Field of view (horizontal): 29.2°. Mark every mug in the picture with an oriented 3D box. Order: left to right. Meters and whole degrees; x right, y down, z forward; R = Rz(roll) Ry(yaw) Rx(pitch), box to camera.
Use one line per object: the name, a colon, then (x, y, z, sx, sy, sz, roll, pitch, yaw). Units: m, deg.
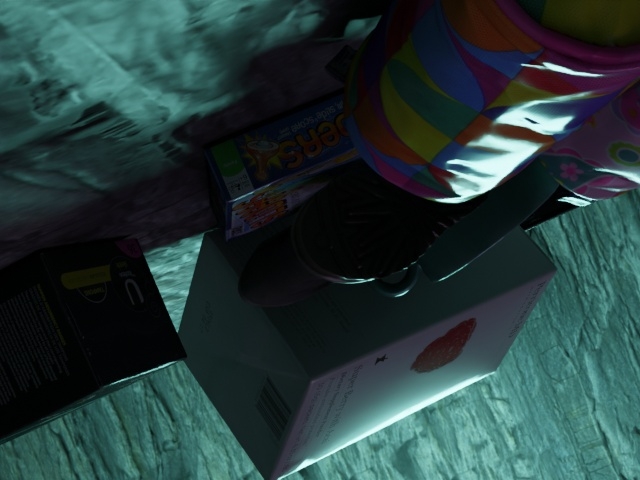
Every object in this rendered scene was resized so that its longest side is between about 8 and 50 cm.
mug: (0.101, -0.037, 0.972, 0.157, 0.097, 0.129, -39, -179, -31)

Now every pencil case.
pencil case: (0.071, -0.084, 0.496, 0.104, 0.104, 0.236, -23, 177, -12)
pencil case: (0.250, -0.117, 0.832, 0.124, 0.124, 0.284, -21, 176, -31)

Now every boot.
boot: (0.000, 0.002, 0.871, 0.189, 0.076, 0.208, -19, -179, -42)

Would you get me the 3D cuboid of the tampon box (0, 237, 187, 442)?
tampon box: (-0.204, 0.078, 0.880, 0.161, 0.101, 0.120, -27, 175, 23)

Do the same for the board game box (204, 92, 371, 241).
board game box: (-0.007, -0.051, 0.807, 0.136, 0.035, 0.201, -23, 176, -6)

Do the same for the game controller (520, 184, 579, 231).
game controller: (0.294, -0.079, 1.556, 0.319, 0.067, 0.166, -25, -165, 27)

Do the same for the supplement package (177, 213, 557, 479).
supplement package: (0.041, 0.064, 1.158, 0.293, 0.175, 0.178, -21, 149, -32)
